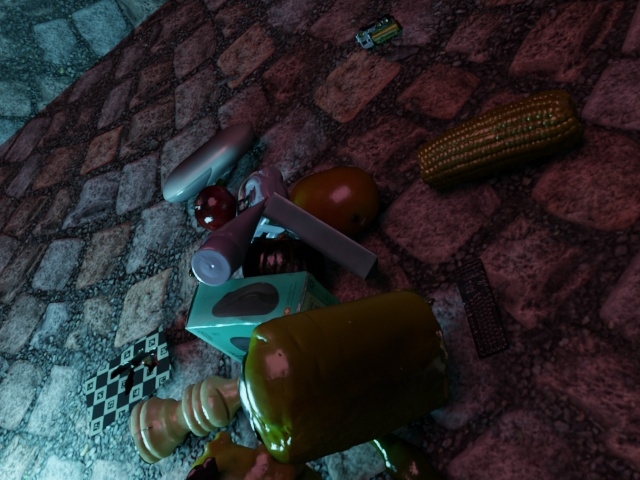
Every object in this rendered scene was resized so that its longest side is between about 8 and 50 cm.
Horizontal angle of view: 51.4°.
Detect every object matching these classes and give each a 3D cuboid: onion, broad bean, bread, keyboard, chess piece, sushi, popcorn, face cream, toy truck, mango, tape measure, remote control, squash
[{"bbox_3d":[-0.288,-0.088,1.811,0.131,0.131,0.131,-21,49,26],"label":"onion"},{"bbox_3d":[0.132,0.395,1.169,0.318,0.056,0.098,11,73,49],"label":"broad bean"},{"bbox_3d":[0.046,0.233,1.137,0.208,0.376,0.251,43,134,50],"label":"bread"},{"bbox_3d":[0.302,0.124,1.258,0.061,0.013,0.204,-26,47,21],"label":"keyboard"},{"bbox_3d":[-0.268,0.369,1.473,0.307,0.124,0.139,-28,13,15],"label":"chess piece"},{"bbox_3d":[-0.477,0.358,1.687,0.279,0.043,0.192,-38,43,9],"label":"sushi"},{"bbox_3d":[-0.133,0.501,1.165,0.297,0.281,0.316,9,78,9],"label":"popcorn"},{"bbox_3d":[-0.195,0.002,1.469,0.154,0.096,0.274,-54,4,27],"label":"face cream"},{"bbox_3d":[0.163,-0.585,1.859,0.123,0.063,0.052,-22,27,26],"label":"toy truck"},{"bbox_3d":[0.024,-0.083,1.547,0.254,0.139,0.175,-6,50,46],"label":"mango"},{"bbox_3d":[-0.154,-0.076,1.667,0.178,0.105,0.196,-54,37,39],"label":"tape measure"},{"bbox_3d":[-0.327,-0.226,1.932,0.332,0.103,0.221,-35,17,12],"label":"remote control"},{"bbox_3d":[-0.085,0.060,1.492,0.193,0.193,0.156,30,103,47],"label":"squash"}]

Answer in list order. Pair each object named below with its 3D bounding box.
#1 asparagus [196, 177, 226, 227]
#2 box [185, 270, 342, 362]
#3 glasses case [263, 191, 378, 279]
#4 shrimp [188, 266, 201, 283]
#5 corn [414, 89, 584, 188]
[{"bbox_3d":[-0.317,-0.106,1.912,0.036,0.030,0.165,11,65,23],"label":"asparagus"},{"bbox_3d":[-0.106,0.172,1.411,0.311,0.205,0.118,-7,53,34],"label":"box"},{"bbox_3d":[0.000,0.000,1.433,0.266,0.105,0.056,32,75,15],"label":"glasses case"},{"bbox_3d":[-0.317,0.100,1.758,0.124,0.034,0.178,-4,56,40],"label":"shrimp"},{"bbox_3d":[0.358,-0.203,1.374,0.344,0.131,0.131,-20,49,28],"label":"corn"}]
